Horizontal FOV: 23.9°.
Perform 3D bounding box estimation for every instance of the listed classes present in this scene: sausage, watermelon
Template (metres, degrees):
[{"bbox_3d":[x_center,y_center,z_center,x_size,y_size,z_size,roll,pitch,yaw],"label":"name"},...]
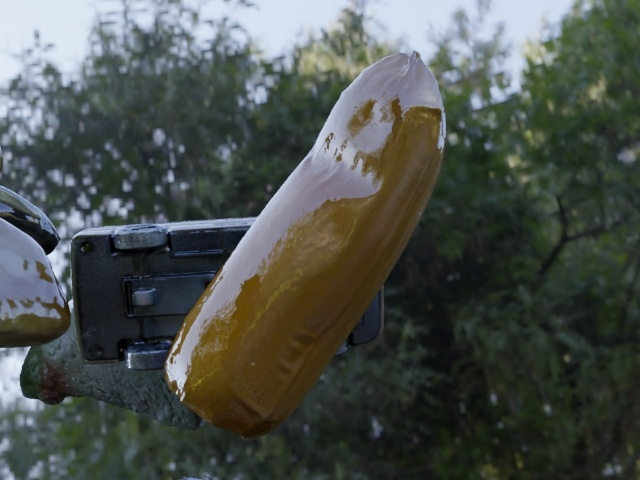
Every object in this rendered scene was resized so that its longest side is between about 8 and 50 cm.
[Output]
[{"bbox_3d":[0.004,0.002,1.287,0.116,0.134,0.354,33,-88,-35],"label":"sausage"},{"bbox_3d":[-0.187,0.131,1.834,0.320,0.213,0.289,-31,-8,24],"label":"watermelon"}]

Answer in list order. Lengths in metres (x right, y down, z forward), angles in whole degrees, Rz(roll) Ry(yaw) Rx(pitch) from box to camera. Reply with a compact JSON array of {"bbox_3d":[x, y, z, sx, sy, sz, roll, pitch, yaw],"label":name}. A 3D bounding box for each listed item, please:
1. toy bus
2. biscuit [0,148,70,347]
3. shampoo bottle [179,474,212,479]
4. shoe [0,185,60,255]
[{"bbox_3d":[-0.085,0.041,1.455,0.290,0.157,0.139,-5,-83,1],"label":"toy bus"},{"bbox_3d":[-0.310,-0.028,1.060,0.062,0.237,0.291,-34,-18,24],"label":"biscuit"},{"bbox_3d":[-0.158,0.296,1.389,0.072,0.214,0.072,9,-65,20],"label":"shampoo bottle"},{"bbox_3d":[-0.360,0.005,1.419,0.227,0.112,0.099,10,-35,18],"label":"shoe"}]
